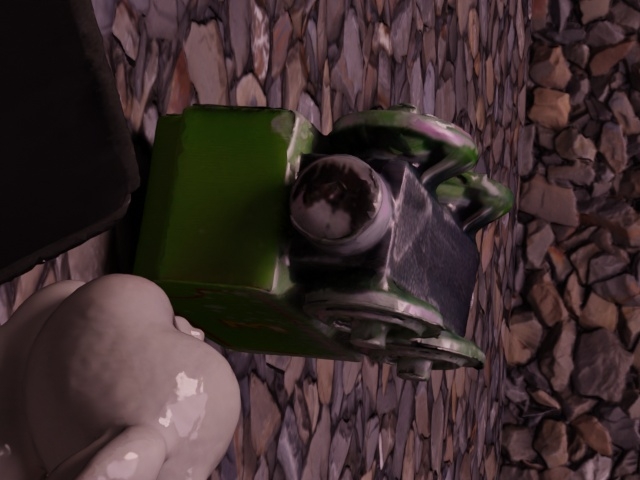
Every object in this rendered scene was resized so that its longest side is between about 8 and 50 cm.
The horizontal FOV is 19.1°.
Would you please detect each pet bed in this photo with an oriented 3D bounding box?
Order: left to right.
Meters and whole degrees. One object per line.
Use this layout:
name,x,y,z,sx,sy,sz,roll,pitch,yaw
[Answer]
pet bed,-0.197,-0.087,0.828,0.159,0.183,0.211,52,-15,37

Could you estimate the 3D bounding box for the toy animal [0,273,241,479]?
toy animal,-0.149,0.106,1.021,0.127,0.193,0.178,76,30,-42

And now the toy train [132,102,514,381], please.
toy train,0.000,0.000,1.402,0.307,0.249,0.173,42,55,-69

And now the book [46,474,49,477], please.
book,-0.156,0.222,1.304,0.170,0.018,0.241,34,60,-72
